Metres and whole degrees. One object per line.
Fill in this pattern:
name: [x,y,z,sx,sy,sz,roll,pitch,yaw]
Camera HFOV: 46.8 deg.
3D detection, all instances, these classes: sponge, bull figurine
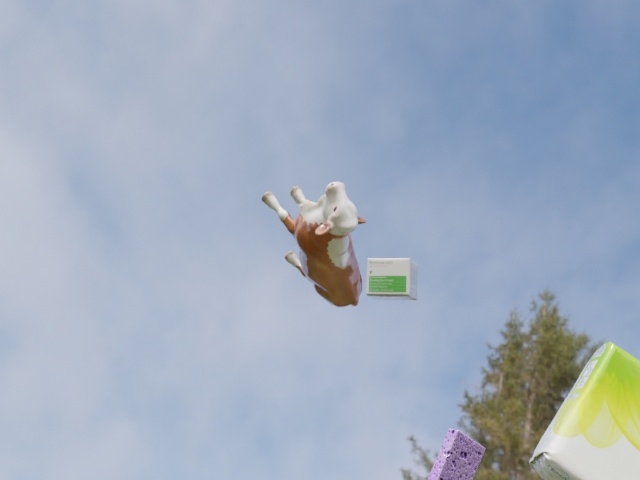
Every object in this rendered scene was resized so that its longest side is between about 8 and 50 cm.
sponge: [0.300,0.552,1.706,0.117,0.210,0.031,39,-20,-33]
bull figurine: [0.000,0.000,1.266,0.188,0.101,0.310,44,-22,34]

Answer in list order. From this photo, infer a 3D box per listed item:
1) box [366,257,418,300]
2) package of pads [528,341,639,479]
box: [0.164,0.089,1.677,0.101,0.087,0.102,-1,-12,17]
package of pads: [0.488,0.329,1.089,0.296,0.229,0.101,34,-24,15]
